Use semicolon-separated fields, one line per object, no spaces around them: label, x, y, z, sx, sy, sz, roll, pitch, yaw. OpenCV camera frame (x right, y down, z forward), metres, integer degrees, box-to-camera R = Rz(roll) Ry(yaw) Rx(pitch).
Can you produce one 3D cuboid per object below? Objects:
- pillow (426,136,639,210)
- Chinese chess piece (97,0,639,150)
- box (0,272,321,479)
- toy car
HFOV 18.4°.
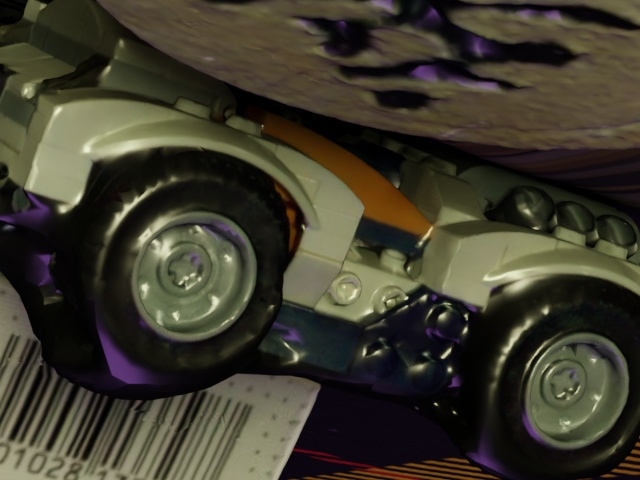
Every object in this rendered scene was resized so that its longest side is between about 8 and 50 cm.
pillow;0.086;-0.043;0.648;0.203;0.038;0.113;18;168;-29
Chinese chess piece;0.033;-0.080;0.460;0.188;0.083;0.188;10;165;3
box;-0.188;0.010;0.816;0.330;0.095;0.210;18;-167;-27
toy car;0.002;-0.002;0.728;0.301;0.118;0.193;15;-174;-25
